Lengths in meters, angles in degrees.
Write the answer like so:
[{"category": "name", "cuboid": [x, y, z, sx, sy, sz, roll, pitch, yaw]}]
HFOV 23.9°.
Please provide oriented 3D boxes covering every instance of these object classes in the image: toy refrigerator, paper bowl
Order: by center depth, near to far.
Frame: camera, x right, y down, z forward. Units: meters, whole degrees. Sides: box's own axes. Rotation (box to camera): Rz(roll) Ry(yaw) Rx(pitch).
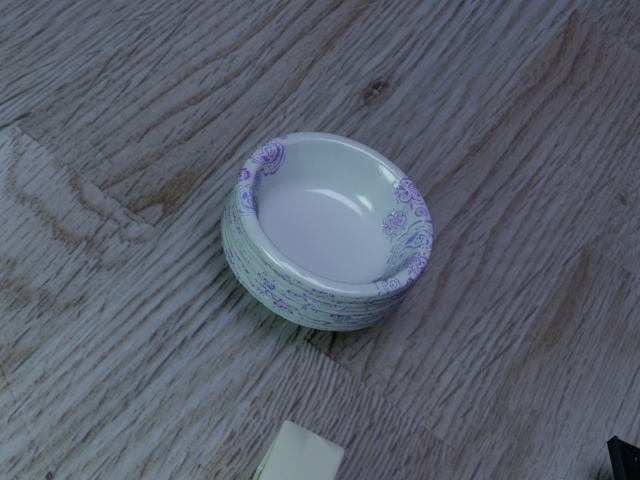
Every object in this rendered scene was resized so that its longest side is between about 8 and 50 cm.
[{"category": "toy refrigerator", "cuboid": [-0.064, 0.345, 1.775, 0.094, 0.102, 0.269, 27, 40, -2]}, {"category": "paper bowl", "cuboid": [0.000, 0.000, 2.078, 0.284, 0.148, 0.284, 13, 50, -16]}]

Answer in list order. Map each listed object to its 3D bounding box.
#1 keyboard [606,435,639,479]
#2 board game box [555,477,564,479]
[{"category": "keyboard", "cuboid": [0.415, 0.402, 1.961, 0.201, 0.033, 0.317, 27, 43, -37]}, {"category": "board game box", "cuboid": [0.287, 0.446, 1.754, 0.224, 0.098, 0.303, -29, 41, -14]}]
